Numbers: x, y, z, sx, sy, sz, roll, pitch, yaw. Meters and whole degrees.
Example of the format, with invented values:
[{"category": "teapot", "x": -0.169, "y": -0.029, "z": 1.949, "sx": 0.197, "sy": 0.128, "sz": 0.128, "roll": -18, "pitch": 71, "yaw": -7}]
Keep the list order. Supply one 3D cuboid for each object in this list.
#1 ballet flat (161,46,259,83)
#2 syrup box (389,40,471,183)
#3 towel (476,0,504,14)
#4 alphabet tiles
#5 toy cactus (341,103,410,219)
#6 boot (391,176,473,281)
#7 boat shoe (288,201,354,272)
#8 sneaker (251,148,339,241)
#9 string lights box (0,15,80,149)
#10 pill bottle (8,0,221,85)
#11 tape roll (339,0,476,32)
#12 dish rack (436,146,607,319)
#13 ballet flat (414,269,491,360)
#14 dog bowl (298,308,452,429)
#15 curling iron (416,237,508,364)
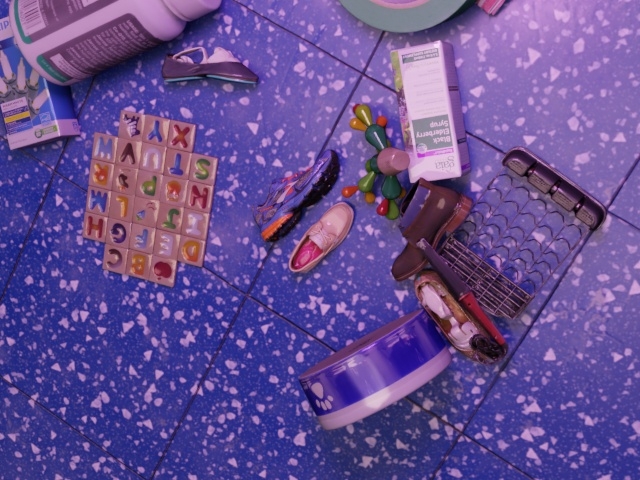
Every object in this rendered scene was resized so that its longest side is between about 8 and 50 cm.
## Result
[{"category": "ballet flat", "x": -0.214, "y": -0.337, "z": 1.660, "sx": 0.203, "sy": 0.074, "sz": 0.074, "roll": 5, "pitch": 100, "yaw": 20}, {"category": "syrup box", "x": 0.196, "y": -0.224, "z": 1.527, "sx": 0.093, "sy": 0.096, "sz": 0.236, "roll": -7, "pitch": 96, "yaw": 21}, {"category": "towel", "x": 0.268, "y": -0.502, "z": 1.475, "sx": 0.197, "sy": 0.029, "sz": 0.144, "roll": 46, "pitch": 125, "yaw": 11}, {"category": "alphabet tiles", "x": -0.355, "y": -0.085, "z": 1.778, "sx": 0.285, "sy": 0.011, "sz": 0.342, "roll": 14, "pitch": 103, "yaw": 16}, {"category": "toy cactus", "x": 0.103, "y": -0.141, "z": 1.532, "sx": 0.112, "sy": 0.180, "sz": 0.218, "roll": -7, "pitch": 94, "yaw": -14}, {"category": "boot", "x": 0.167, "y": -0.022, "z": 1.553, "sx": 0.106, "sy": 0.082, "sz": 0.219, "roll": 29, "pitch": 122, "yaw": -15}, {"category": "boat shoe", "x": 0.000, "y": 0.000, "z": 1.648, "sx": 0.063, "sy": 0.059, "sz": 0.170, "roll": 40, "pitch": 109, "yaw": 8}, {"category": "sneaker", "x": -0.053, "y": -0.096, "z": 1.642, "sx": 0.221, "sy": 0.083, "sz": 0.087, "roll": -45, "pitch": 76, "yaw": 16}, {"category": "string lights box", "x": -0.600, "y": -0.329, "z": 1.783, "sx": 0.134, "sy": 0.077, "sz": 0.259, "roll": -12, "pitch": 95, "yaw": 21}, {"category": "pill bottle", "x": -0.382, "y": -0.445, "z": 1.624, "sx": 0.361, "sy": 0.204, "sz": 0.204, "roll": -18, "pitch": 93, "yaw": 20}, {"category": "tape roll", "x": 0.145, "y": -0.517, "z": 1.457, "sx": 0.321, "sy": 0.077, "sz": 0.321, "roll": 13, "pitch": 118, "yaw": 27}, {"category": "dish rack", "x": 0.343, "y": -0.004, "z": 1.530, "sx": 0.208, "sy": 0.074, "sz": 0.271, "roll": 39, "pitch": 110, "yaw": 10}, {"category": "ballet flat", "x": 0.239, "y": 0.146, "z": 1.589, "sx": 0.073, "sy": 0.067, "sz": 0.206, "roll": -43, "pitch": 85, "yaw": 20}, {"category": "dog bowl", "x": 0.097, "y": 0.229, "z": 1.545, "sx": 0.265, "sy": 0.265, "sz": 0.104, "roll": -30, "pitch": 87, "yaw": 20}, {"category": "curling iron", "x": 0.249, "y": 0.111, "z": 1.530, "sx": 0.068, "sy": 0.035, "sz": 0.274, "roll": -36, "pitch": 102, "yaw": -16}]
